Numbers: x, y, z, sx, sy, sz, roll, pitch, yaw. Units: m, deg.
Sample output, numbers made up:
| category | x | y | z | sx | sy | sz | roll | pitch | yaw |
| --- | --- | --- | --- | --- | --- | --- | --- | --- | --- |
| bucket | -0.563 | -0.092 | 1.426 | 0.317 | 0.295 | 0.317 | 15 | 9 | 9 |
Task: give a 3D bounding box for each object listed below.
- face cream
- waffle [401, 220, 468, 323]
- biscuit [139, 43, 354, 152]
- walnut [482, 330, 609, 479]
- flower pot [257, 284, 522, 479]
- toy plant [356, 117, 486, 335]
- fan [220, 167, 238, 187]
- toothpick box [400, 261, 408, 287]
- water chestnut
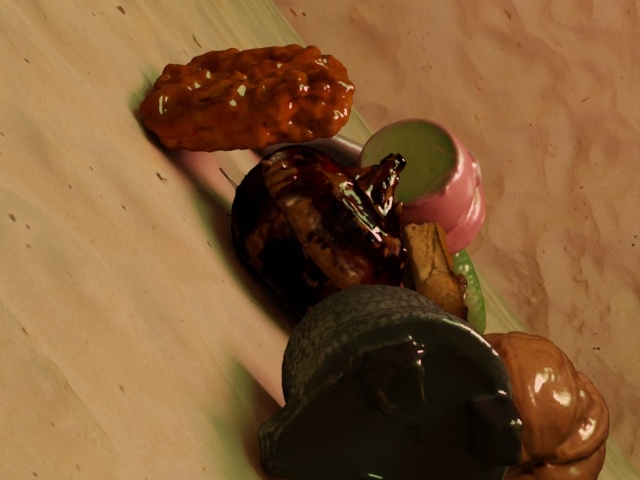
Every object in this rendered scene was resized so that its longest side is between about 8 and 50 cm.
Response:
| category | x | y | z | sx | sy | sz | roll | pitch | yaw |
| --- | --- | --- | --- | --- | --- | --- | --- | --- | --- |
| face cream | 0.047 | -0.165 | 2.282 | 0.420 | 0.137 | 0.235 | 28 | -3 | -14 |
| waffle | 0.160 | 0.174 | 1.784 | 0.304 | 0.077 | 0.348 | -93 | -174 | -65 |
| biscuit | -0.106 | -0.228 | 1.847 | 0.312 | 0.318 | 0.111 | -92 | 173 | -68 |
| walnut | 0.322 | 0.304 | 1.971 | 0.306 | 0.306 | 0.344 | 52 | 13 | -9 |
| flower pot | 0.070 | 0.208 | 1.387 | 0.299 | 0.299 | 0.283 | 49 | 1 | -19 |
| toy plant | 0.181 | -0.025 | 1.995 | 0.356 | 0.210 | 0.317 | 78 | -4 | -59 |
| fan | -0.124 | -0.070 | 1.971 | 0.133 | 0.005 | 0.085 | 52 | 13 | -12 |
| toothpick box | 0.187 | 0.035 | 2.373 | 0.204 | 0.204 | 0.333 | 53 | 12 | -5 |
| water chestnut | 0.023 | -0.021 | 1.766 | 0.300 | 0.300 | 0.300 | 50 | 13 | -16 |
